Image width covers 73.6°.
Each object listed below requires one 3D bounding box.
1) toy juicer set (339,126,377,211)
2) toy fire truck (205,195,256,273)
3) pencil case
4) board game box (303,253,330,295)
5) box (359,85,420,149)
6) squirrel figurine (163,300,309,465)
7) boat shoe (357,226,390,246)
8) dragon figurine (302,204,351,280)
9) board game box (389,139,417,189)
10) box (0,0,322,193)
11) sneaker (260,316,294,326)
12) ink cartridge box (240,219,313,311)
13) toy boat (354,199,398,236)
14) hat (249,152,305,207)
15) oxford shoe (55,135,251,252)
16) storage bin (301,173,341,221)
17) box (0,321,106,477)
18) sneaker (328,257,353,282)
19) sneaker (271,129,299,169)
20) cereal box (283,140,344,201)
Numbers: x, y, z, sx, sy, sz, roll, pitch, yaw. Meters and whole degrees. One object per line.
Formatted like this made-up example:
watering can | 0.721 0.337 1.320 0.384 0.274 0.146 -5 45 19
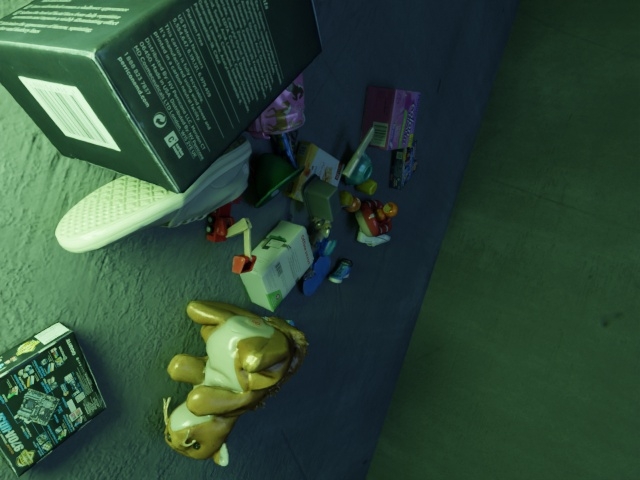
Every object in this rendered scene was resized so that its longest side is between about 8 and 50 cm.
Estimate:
toy juicer set | 0.112 -0.233 1.527 0.209 0.089 0.329 -50 155 -20
toy fire truck | -0.208 -0.030 1.024 0.047 0.135 0.192 -9 114 -59
pencil case | -0.121 -0.423 0.936 0.167 0.160 0.386 -18 129 -16
board game box | -0.023 0.118 1.541 0.169 0.033 0.133 -55 153 -19
box | 0.267 -0.464 1.628 0.243 0.117 0.214 -23 125 -55
squirrel figurine | -0.214 0.383 1.123 0.397 0.281 0.370 14 100 -59
boat shoe | 0.223 -0.013 1.864 0.226 0.083 0.076 16 102 -49
dragon figurine | 0.000 0.000 1.449 0.289 0.085 0.144 -52 151 -25
board game box | 0.388 -0.357 1.959 0.194 0.060 0.194 -39 137 -47
box | -0.233 -0.303 0.664 0.395 0.293 0.212 -55 147 -28
sneaker | -0.146 0.289 1.392 0.240 0.091 0.126 74 25 -45
ink cartridge box | -0.126 0.071 1.269 0.219 0.092 0.160 -50 145 -34
toy boat | 0.241 -0.104 1.712 0.231 0.151 0.151 -16 81 -58
hat | -0.159 -0.209 1.121 0.173 0.183 0.208 -42 -175 -24
oxford shoe | -0.284 -0.083 0.842 0.449 0.169 0.130 -46 144 -47
storage bin | 0.013 -0.126 1.307 0.098 0.091 0.135 -50 149 -28
box | -0.506 0.284 0.771 0.175 0.051 0.220 -39 138 -45
sneaker | 0.082 0.113 1.689 0.152 0.058 0.085 -15 124 -62
sneaker | -0.086 -0.265 1.176 0.078 0.067 0.188 -44 138 -31
cereal box | -0.014 -0.196 1.360 0.240 0.047 0.173 12 97 -61
